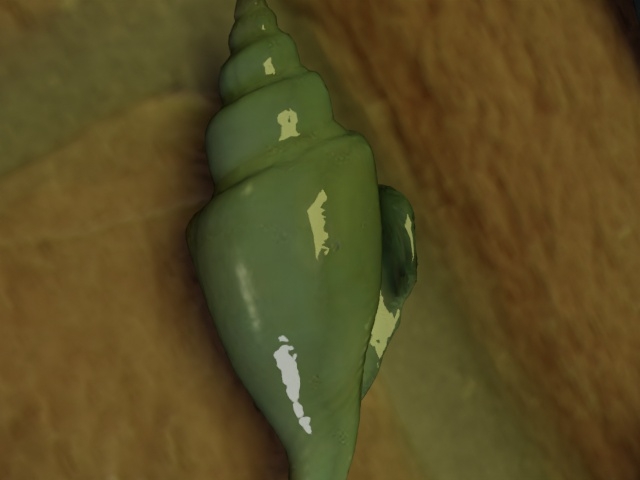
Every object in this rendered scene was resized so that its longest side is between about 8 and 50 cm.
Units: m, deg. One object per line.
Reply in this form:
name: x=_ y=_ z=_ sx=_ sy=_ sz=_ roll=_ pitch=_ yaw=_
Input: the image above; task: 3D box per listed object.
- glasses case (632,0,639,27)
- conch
glasses case: x=0.146 y=-0.193 z=0.413 sx=0.105 sy=0.056 sz=0.266 roll=-34 pitch=114 yaw=-26
conch: x=-0.007 y=0.001 z=0.357 sx=0.065 sy=0.088 sz=0.180 roll=-7 pitch=94 yaw=17
